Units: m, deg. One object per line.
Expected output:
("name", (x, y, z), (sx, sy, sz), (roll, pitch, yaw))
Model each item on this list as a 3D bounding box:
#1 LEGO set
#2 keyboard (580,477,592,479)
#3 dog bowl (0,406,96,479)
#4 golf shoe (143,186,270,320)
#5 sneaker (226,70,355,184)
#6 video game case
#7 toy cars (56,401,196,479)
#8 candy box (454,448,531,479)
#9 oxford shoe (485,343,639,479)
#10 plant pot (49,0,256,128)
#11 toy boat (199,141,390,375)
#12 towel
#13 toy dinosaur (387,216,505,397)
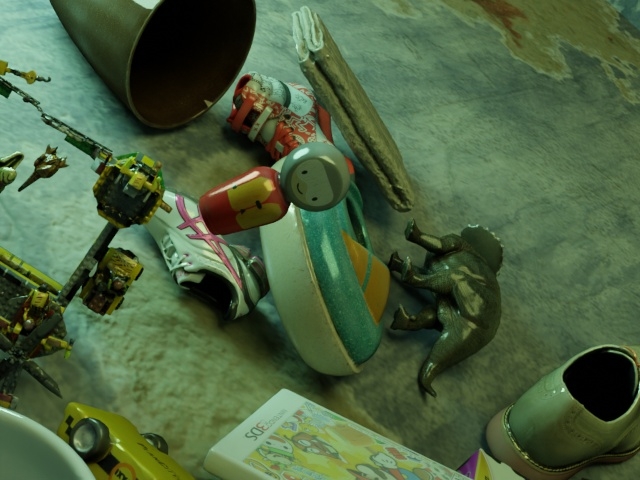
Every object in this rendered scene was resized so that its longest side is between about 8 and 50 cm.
("LEGO set", (-0.298, -0.033, 0.864), (0.331, 0.255, 0.192), (41, 6, -13))
("keyboard", (0.392, 0.320, 1.185), (0.180, 0.023, 0.108), (13, 29, 22))
("dog bowl", (-0.274, 0.225, 0.655), (0.264, 0.104, 0.265), (10, 31, -6))
("golf shoe", (-0.141, 0.011, 1.115), (0.186, 0.067, 0.086), (40, 36, 3))
("sneaker", (-0.048, -0.125, 1.335), (0.145, 0.090, 0.270), (16, 36, -26))
("video game case", (0.029, 0.221, 0.948), (0.227, 0.026, 0.206), (25, 13, 12))
("toy cars", (-0.066, 0.276, 0.857), (0.393, 0.087, 0.176), (33, -1, -9))
("candy box", (0.233, 0.346, 1.052), (0.233, 0.071, 0.159), (32, 36, -6))
("oxford shoe", (0.374, 0.197, 1.278), (0.397, 0.146, 0.140), (-16, 60, -49))
("plant pot", (-0.239, -0.291, 1.287), (0.230, 0.215, 0.215), (35, 32, 25))
("toy boat", (0.000, 0.000, 1.080), (0.318, 0.148, 0.267), (47, 26, -61))
("towel", (0.042, -0.179, 1.387), (0.282, 0.049, 0.187), (55, 13, -27))
("toy dinosaur", (0.172, 0.064, 1.284), (0.160, 0.121, 0.313), (14, 35, -9))
